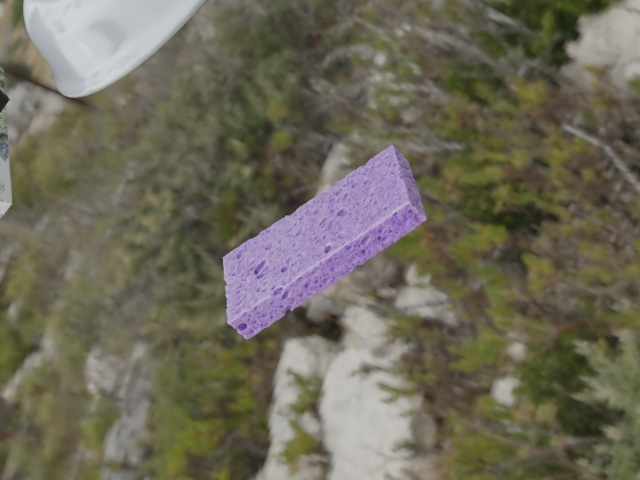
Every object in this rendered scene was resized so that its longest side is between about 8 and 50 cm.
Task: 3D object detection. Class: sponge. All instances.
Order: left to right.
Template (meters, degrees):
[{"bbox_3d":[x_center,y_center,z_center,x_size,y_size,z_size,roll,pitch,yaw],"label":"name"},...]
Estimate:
[{"bbox_3d":[0.000,0.000,1.357,0.210,0.031,0.117,-34,29,15],"label":"sponge"}]

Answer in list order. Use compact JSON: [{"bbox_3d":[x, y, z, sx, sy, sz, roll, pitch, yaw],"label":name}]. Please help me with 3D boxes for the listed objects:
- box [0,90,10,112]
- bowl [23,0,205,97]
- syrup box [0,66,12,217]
[{"bbox_3d":[-0.557,-0.119,1.709,0.076,0.242,0.307,21,75,52],"label":"box"},{"bbox_3d":[-0.226,-0.309,1.557,0.298,0.134,0.298,-33,31,23],"label":"bowl"},{"bbox_3d":[-0.524,-0.144,2.135,0.096,0.093,0.237,-37,54,47],"label":"syrup box"}]
